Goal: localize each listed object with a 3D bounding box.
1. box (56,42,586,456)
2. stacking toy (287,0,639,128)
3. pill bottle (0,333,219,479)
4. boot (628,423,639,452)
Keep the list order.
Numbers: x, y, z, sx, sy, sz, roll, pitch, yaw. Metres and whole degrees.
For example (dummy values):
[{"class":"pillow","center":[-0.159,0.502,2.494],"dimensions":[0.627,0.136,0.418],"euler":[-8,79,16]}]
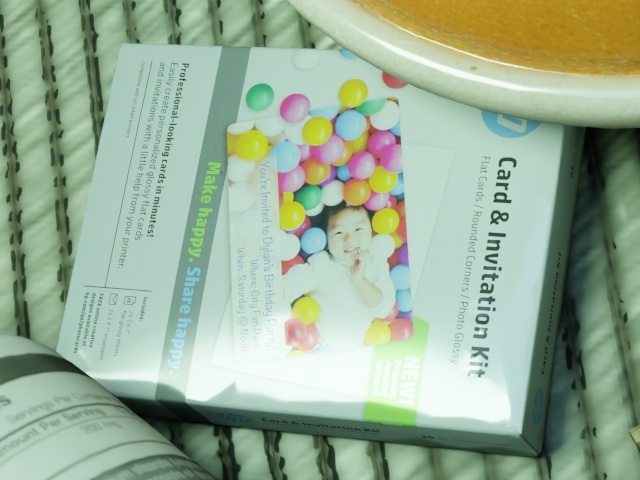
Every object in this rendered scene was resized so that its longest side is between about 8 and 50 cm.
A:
[{"class":"box","center":[0.000,0.000,0.756],"dimensions":[0.186,0.038,0.145],"euler":[5,73,19]},{"class":"stacking toy","center":[0.080,-0.283,0.571],"dimensions":[0.350,0.480,0.351],"euler":[-5,63,11]},{"class":"pill bottle","center":[-0.097,0.134,0.674],"dimensions":[0.283,0.161,0.161],"euler":[35,85,26]},{"class":"boot","center":[0.177,0.104,0.651],"dimensions":[0.084,0.059,0.158],"euler":[-31,64,1]}]
